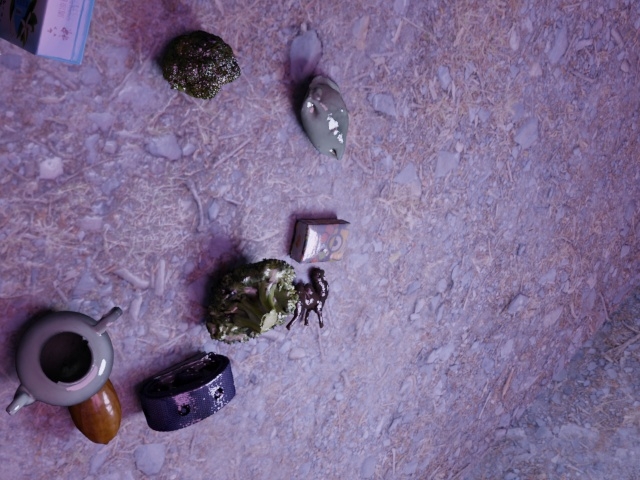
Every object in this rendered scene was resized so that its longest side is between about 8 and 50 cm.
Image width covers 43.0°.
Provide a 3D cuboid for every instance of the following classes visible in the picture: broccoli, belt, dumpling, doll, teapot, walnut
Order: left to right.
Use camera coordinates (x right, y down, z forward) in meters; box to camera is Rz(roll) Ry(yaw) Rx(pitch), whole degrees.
[{"bbox_3d":[-0.517,0.238,1.652,0.294,0.129,0.193,-44,99,-20],"label":"teapot"},{"bbox_3d":[-0.495,0.368,1.785,0.116,0.116,0.207,-27,121,-29],"label":"walnut"},{"bbox_3d":[-0.315,0.349,1.925,0.231,0.140,0.126,-23,119,-30],"label":"belt"},{"bbox_3d":[-0.247,-0.353,1.645,0.162,0.146,0.138,-39,167,-44],"label":"broccoli"},{"bbox_3d":[-0.165,0.146,1.928,0.226,0.176,0.198,-55,132,-27],"label":"broccoli"},{"bbox_3d":[-0.033,0.152,2.130,0.139,0.057,0.165,8,96,-42],"label":"doll"},{"bbox_3d":[0.028,-0.296,1.925,0.149,0.105,0.216,-39,131,-20],"label":"dumpling"}]

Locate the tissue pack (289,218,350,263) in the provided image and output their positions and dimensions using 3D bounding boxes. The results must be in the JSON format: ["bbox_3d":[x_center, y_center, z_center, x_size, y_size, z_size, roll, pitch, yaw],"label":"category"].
[{"bbox_3d":[0.000,0.000,2.078,0.148,0.060,0.108,-2,110,-42],"label":"tissue pack"}]

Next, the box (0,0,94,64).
[{"bbox_3d":[-0.463,-0.388,1.355,0.083,0.232,0.142,4,107,-42],"label":"box"}]
